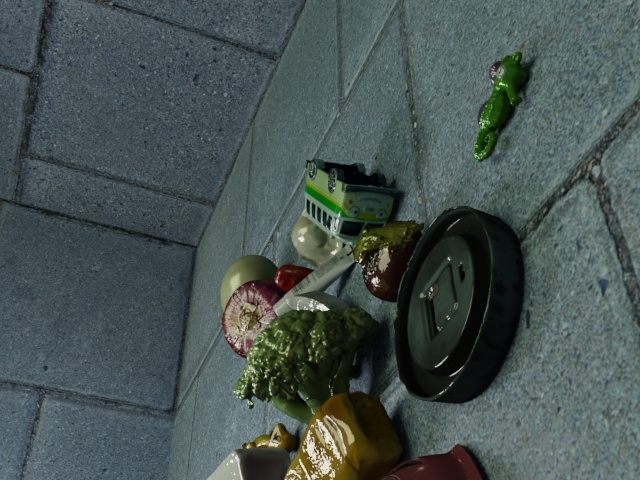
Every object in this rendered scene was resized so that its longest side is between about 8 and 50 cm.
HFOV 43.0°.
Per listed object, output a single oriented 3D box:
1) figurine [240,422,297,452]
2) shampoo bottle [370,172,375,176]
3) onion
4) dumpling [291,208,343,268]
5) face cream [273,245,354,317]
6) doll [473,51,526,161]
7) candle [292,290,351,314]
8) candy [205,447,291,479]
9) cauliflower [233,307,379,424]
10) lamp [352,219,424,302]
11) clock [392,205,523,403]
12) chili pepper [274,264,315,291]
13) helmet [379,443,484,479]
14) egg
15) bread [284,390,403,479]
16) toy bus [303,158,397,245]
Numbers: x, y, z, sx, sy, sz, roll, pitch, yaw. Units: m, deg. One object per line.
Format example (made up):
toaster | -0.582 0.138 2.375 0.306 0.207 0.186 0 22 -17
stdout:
figurine | -0.114 0.534 2.036 0.176 0.121 0.122 -41 65 47
shampoo bottle | 0.104 -0.118 1.946 0.137 0.027 0.048 134 138 -60
onion | -0.160 0.227 2.308 0.230 0.163 0.230 -7 78 32
dumpling | 0.003 0.001 2.074 0.111 0.181 0.155 -44 45 -15
face cream | -0.012 0.104 1.962 0.243 0.058 0.092 -41 26 6
doll | 0.298 -0.223 1.359 0.115 0.050 0.190 -102 28 -70
candle | -0.004 0.190 1.870 0.168 0.068 0.192 59 139 25
candy | -0.178 0.642 1.955 0.359 0.145 0.208 -55 44 51
cauliflower | -0.016 0.269 1.668 0.260 0.327 0.281 -78 -36 -66
lamp | 0.130 0.037 1.537 0.156 0.134 0.157 156 124 -70
clock | 0.215 0.105 1.320 0.325 0.067 0.325 -166 90 -73
chili pepper | -0.063 0.105 2.139 0.073 0.123 0.070 135 144 -56
helmet | 0.127 0.425 1.203 0.198 0.154 0.253 -120 42 -69
egg | -0.211 0.164 2.464 0.188 0.188 0.254 -108 32 -61
bread | 0.031 0.421 1.496 0.167 0.132 0.294 51 127 39
toy bus | 0.057 -0.087 1.841 0.276 0.133 0.165 -137 54 -65
